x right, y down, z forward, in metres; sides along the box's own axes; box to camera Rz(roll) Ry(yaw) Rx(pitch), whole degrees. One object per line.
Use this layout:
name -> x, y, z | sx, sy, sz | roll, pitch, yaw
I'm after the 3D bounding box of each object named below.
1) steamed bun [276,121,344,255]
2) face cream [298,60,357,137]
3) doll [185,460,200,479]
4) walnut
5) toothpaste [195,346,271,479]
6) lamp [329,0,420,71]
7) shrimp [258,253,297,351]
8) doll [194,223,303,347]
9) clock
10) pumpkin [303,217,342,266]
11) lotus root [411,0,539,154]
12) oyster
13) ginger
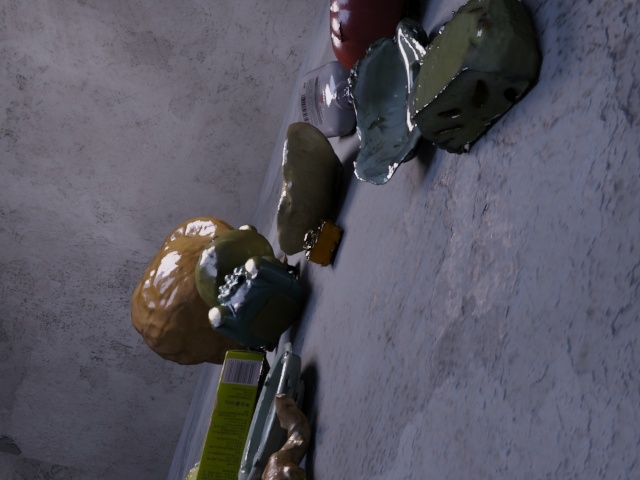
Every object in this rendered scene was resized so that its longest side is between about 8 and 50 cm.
steamed bun -> -0.014, -0.107, 1.282 | 0.212, 0.110, 0.231 | 91, -175, -55
face cream -> 0.027, -0.269, 1.356 | 0.291, 0.071, 0.144 | -168, 71, -72
doll -> -0.197, 0.439, 1.353 | 0.296, 0.117, 0.141 | -85, 18, -48
walnut -> -0.304, 0.142, 1.835 | 0.383, 0.384, 0.383 | -163, 90, -80
toothpaste -> -0.149, 0.356, 1.241 | 0.110, 0.077, 0.327 | 79, -163, -54
lamp -> 0.082, -0.350, 1.112 | 0.182, 0.140, 0.182 | 4, -90, -87
shrimp -> -0.088, 0.126, 1.495 | 0.152, 0.046, 0.219 | 114, 169, -50
doll -> -0.148, 0.080, 1.381 | 0.177, 0.161, 0.261 | -55, 37, 5
clock -> -0.068, 0.274, 1.093 | 0.236, 0.053, 0.236 | -163, 90, -83
pumpkin -> 0.000, 0.000, 1.191 | 0.083, 0.054, 0.074 | -121, 52, -83
lotus root -> 0.136, -0.170, 0.662 | 0.143, 0.070, 0.144 | 124, 161, -58
oyster -> 0.089, -0.179, 0.893 | 0.199, 0.087, 0.252 | -61, 20, 15
ginger -> -0.041, 0.303, 0.870 | 0.089, 0.075, 0.288 | -32, 28, 24
